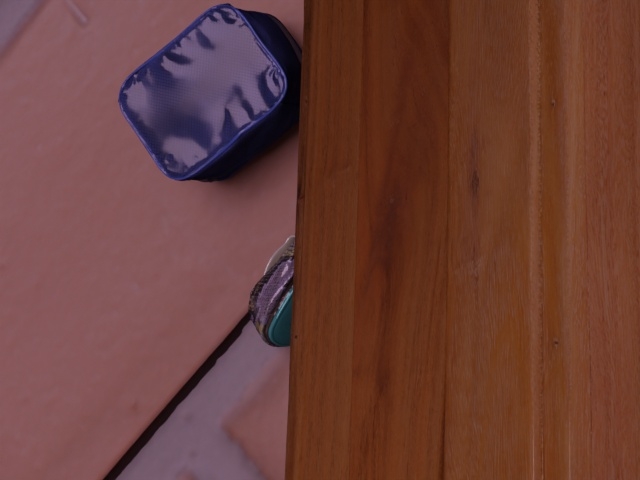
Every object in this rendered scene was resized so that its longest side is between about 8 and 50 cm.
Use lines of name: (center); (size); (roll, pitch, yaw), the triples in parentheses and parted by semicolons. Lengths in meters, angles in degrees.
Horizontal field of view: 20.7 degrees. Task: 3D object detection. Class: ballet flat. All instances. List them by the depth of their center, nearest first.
ballet flat: (0.000, 0.000, 0.884); (0.041, 0.041, 0.114); (43, 101, 31)

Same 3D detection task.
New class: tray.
tray: (0.065, -0.021, 0.745); (0.203, 0.076, 0.411); (-29, 53, 54)

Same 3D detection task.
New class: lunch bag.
lunch bag: (-0.052, -0.073, 0.916); (0.098, 0.065, 0.067); (-36, 79, 18)
